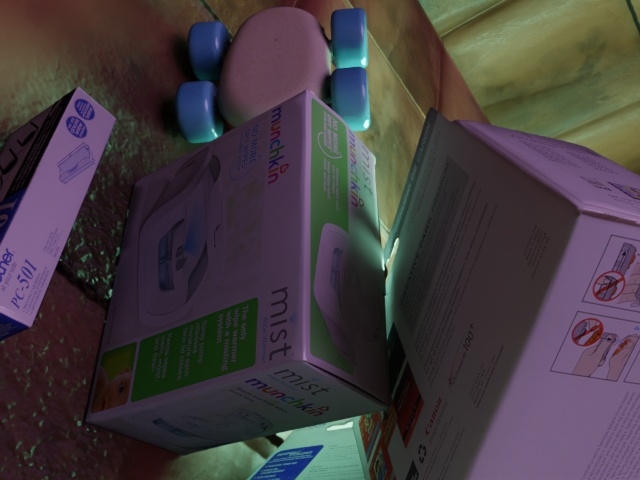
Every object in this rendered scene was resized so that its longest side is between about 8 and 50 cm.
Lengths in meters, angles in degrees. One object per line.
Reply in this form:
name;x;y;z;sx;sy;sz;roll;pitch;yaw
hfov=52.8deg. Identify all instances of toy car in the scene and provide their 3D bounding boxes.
toy car;-0.041;-0.154;0.844;0.238;0.219;0.210;76;12;-55

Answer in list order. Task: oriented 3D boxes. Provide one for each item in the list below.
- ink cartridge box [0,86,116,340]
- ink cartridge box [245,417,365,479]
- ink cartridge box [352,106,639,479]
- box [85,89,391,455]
ink cartridge box;-0.230;-0.019;0.492;0.046;0.097;0.207;42;38;-37
ink cartridge box;-0.021;0.257;0.582;0.333;0.166;0.065;-29;99;-59
ink cartridge box;0.133;0.076;0.509;0.130;0.309;0.271;10;23;-13
box;-0.066;0.036;0.589;0.127;0.231;0.261;37;42;-42
